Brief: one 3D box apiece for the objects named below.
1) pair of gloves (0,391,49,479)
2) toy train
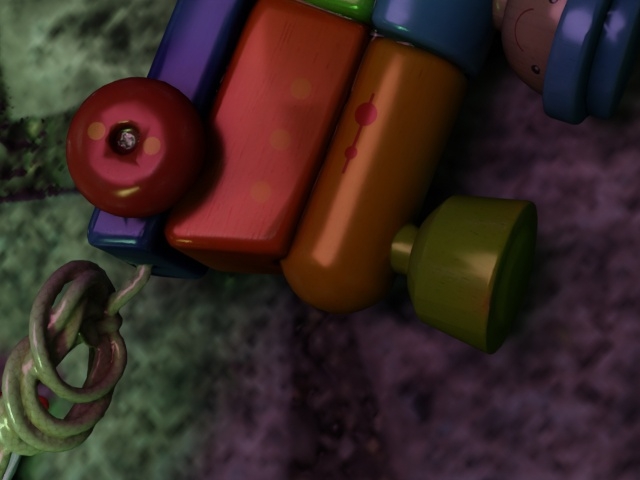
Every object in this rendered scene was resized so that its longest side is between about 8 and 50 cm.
[{"bbox_3d":[-0.183,0.115,0.630,0.198,0.023,0.159,10,78,29],"label":"pair of gloves"},{"bbox_3d":[0.000,0.000,0.531,0.143,0.105,0.248,20,85,17],"label":"toy train"}]
